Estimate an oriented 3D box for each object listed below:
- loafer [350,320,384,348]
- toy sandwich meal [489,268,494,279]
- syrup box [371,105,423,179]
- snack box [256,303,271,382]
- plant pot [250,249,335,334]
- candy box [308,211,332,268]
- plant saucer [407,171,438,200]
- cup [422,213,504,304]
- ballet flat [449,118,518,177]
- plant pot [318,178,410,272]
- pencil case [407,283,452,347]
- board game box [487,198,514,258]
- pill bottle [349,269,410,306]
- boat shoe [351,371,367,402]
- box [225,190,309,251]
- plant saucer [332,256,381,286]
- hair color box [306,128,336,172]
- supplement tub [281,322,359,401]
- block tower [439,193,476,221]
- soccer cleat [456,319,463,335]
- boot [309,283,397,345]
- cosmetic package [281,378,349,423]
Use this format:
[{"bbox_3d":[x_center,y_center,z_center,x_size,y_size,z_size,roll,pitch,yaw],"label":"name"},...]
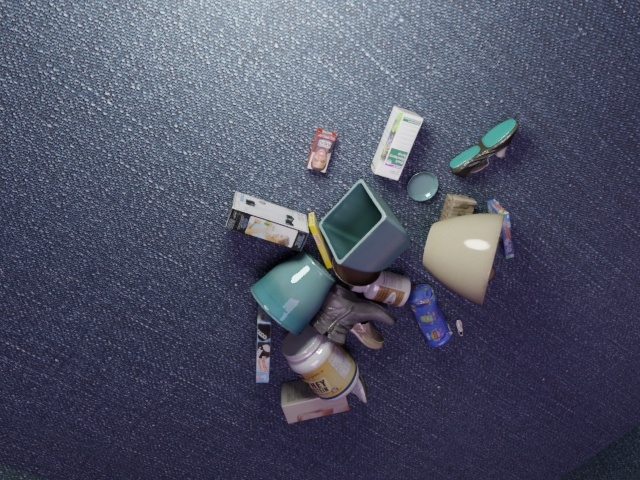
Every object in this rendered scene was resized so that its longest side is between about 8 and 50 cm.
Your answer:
[{"bbox_3d":[0.189,0.376,2.111,0.268,0.102,0.092,37,114,-21],"label":"loafer"},{"bbox_3d":[0.697,0.141,2.068,0.085,0.029,0.086,-3,116,-7],"label":"toy sandwich meal"},{"bbox_3d":[0.268,-0.344,1.724,0.093,0.096,0.237,14,116,-13],"label":"syrup box"},{"bbox_3d":[-0.240,0.415,2.047,0.060,0.187,0.322,2,118,-6],"label":"snack box"},{"bbox_3d":[-0.091,0.184,1.903,0.255,0.272,0.271,-47,113,3],"label":"plant pot"},{"bbox_3d":[0.000,0.000,1.885,0.027,0.105,0.206,-17,119,10],"label":"candy box"},{"bbox_3d":[0.388,-0.209,1.850,0.119,0.021,0.119,-2,119,-4],"label":"plant saucer"},{"bbox_3d":[0.507,0.042,1.757,0.236,0.331,0.331,14,121,19],"label":"cup"},{"bbox_3d":[0.606,-0.327,1.772,0.280,0.095,0.096,-35,126,25],"label":"ballet flat"},{"bbox_3d":[0.192,-0.026,1.817,0.252,0.247,0.248,28,114,-37],"label":"plant pot"},{"bbox_3d":[0.474,0.328,2.097,0.133,0.119,0.306,-11,123,29],"label":"pencil case"},{"bbox_3d":[0.706,-0.045,1.904,0.035,0.136,0.201,-17,120,4],"label":"board game box"},{"bbox_3d":[0.241,0.184,1.992,0.229,0.131,0.131,16,116,-12],"label":"pill bottle"},{"bbox_3d":[0.161,0.679,2.297,0.081,0.079,0.228,-16,114,14],"label":"boat shoe"},{"bbox_3d":[-0.194,-0.072,1.795,0.289,0.169,0.087,19,113,-13],"label":"box"},{"bbox_3d":[0.142,0.104,1.920,0.198,0.199,0.036,4,144,-7],"label":"plant saucer"},{"bbox_3d":[0.003,-0.322,1.742,0.072,0.043,0.141,12,118,-12],"label":"hair color box"},{"bbox_3d":[-0.001,0.520,2.102,0.228,0.228,0.316,-32,117,12],"label":"supplement tub"},{"bbox_3d":[0.515,-0.026,1.924,0.090,0.097,0.336,6,120,-8],"label":"block tower"},{"bbox_3d":[0.632,0.395,2.196,0.029,0.036,0.083,-13,119,3],"label":"soccer cleat"},{"bbox_3d":[0.132,0.336,2.004,0.338,0.118,0.223,26,83,-8],"label":"boot"},{"bbox_3d":[-0.025,0.728,2.259,0.296,0.153,0.129,-12,118,3],"label":"cosmetic package"}]
